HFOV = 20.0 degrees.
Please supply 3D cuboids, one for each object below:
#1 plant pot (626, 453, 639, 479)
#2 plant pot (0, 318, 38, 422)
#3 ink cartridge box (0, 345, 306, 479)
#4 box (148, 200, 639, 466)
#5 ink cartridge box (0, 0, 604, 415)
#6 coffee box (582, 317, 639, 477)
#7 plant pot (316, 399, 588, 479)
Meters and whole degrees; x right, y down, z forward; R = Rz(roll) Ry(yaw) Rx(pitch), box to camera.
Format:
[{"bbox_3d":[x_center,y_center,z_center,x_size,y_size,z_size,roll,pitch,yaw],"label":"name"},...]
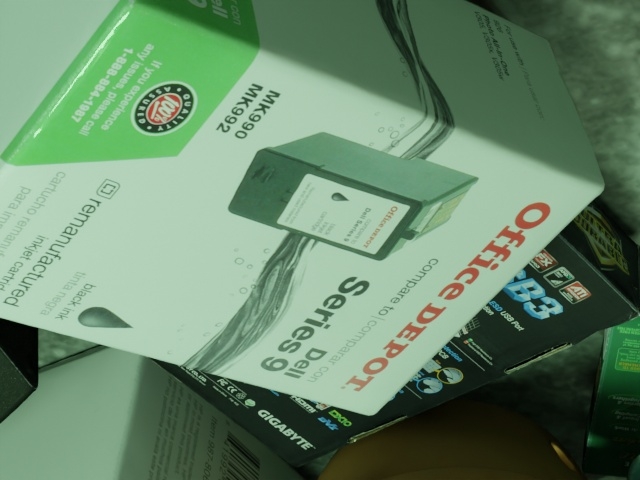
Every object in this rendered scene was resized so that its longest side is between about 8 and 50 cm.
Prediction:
[{"bbox_3d":[0.375,0.207,1.159,0.235,0.293,0.293,-28,136,-13],"label":"plant pot"},{"bbox_3d":[-0.280,0.045,1.154,0.167,0.187,0.188,-21,131,10],"label":"plant pot"},{"bbox_3d":[-0.090,0.304,1.319,0.166,0.285,0.395,-21,130,28],"label":"ink cartridge box"},{"bbox_3d":[0.000,0.000,1.143,0.293,0.073,0.295,-30,126,31],"label":"box"},{"bbox_3d":[-0.034,-0.042,0.916,0.289,0.121,0.211,18,130,-34],"label":"ink cartridge box"},{"bbox_3d":[0.243,0.098,1.241,0.113,0.040,0.184,4,137,5],"label":"coffee box"},{"bbox_3d":[0.091,0.245,1.234,0.291,0.203,0.291,1,118,1],"label":"plant pot"}]
